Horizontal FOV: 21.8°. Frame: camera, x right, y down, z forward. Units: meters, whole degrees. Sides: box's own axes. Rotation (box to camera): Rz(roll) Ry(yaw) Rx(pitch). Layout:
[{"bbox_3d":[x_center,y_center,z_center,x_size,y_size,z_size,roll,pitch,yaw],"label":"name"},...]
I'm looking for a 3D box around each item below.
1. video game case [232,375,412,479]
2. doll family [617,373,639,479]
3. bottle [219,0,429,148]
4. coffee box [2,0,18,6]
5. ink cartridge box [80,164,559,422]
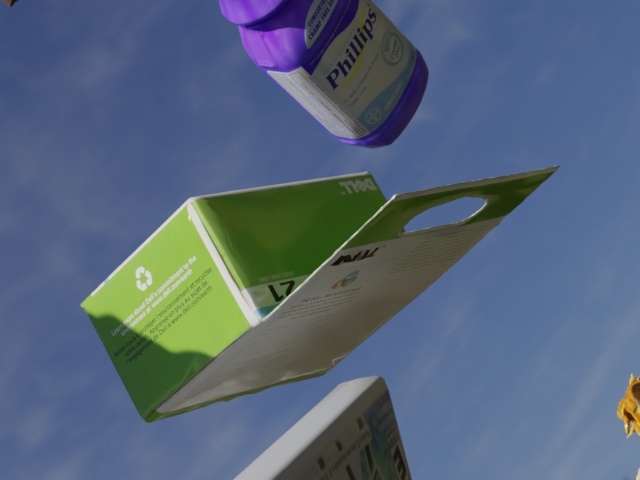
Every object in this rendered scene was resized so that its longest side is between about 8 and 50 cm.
[{"bbox_3d":[0.020,0.252,0.886,0.036,0.300,0.329,-13,5,17],"label":"video game case"},{"bbox_3d":[0.343,0.140,1.393,0.263,0.163,0.118,-62,1,-4],"label":"doll family"},{"bbox_3d":[-0.012,-0.199,1.529,0.283,0.092,0.118,41,-109,-41],"label":"bottle"},{"bbox_3d":[-0.270,-0.411,1.845,0.297,0.119,0.168,-41,-14,-37],"label":"coffee box"},{"bbox_3d":[0.000,0.000,1.060,0.189,0.097,0.255,-10,-26,-50],"label":"ink cartridge box"}]
